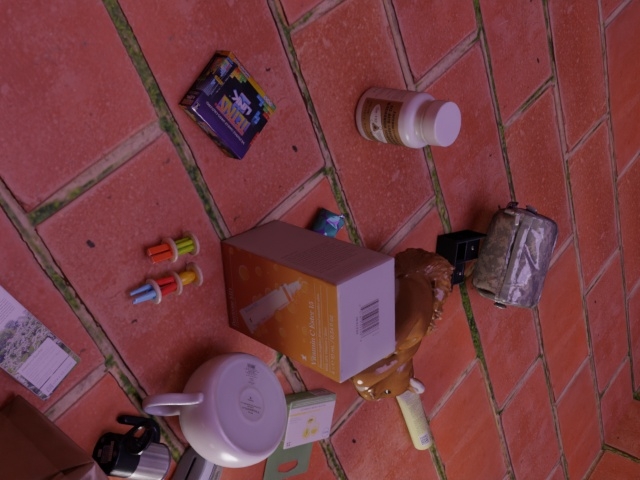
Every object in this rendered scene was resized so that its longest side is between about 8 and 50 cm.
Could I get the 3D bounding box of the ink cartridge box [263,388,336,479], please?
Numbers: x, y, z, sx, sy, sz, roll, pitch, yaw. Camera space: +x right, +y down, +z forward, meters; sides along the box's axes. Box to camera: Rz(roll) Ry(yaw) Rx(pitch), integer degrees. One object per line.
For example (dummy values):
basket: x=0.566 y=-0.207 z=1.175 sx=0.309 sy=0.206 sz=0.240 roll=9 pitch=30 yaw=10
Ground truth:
ink cartridge box: x=-0.052 y=0.498 z=1.873 sx=0.171 sy=0.056 sz=0.235 roll=2 pitch=99 yaw=-48

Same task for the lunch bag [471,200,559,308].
lunch bag: x=0.583 y=0.048 z=2.225 sx=0.256 sy=0.212 sz=0.305 roll=1 pitch=106 yaw=-76

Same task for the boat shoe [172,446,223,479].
boat shoe: x=-0.297 y=0.597 z=1.608 sx=0.094 sy=0.109 sz=0.302 roll=45 pitch=68 yaw=-47

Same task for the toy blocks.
toy blocks: x=-0.306 y=0.057 z=1.451 sx=0.148 sy=0.054 sz=0.123 roll=-23 pitch=120 yaw=-40

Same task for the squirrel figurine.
squirrel figurine: x=0.200 y=0.225 z=1.896 sx=0.397 sy=0.281 sz=0.371 roll=-41 pitch=136 yaw=-27

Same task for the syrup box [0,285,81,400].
syrup box: x=-0.517 y=0.155 z=1.228 sx=0.093 sy=0.096 sz=0.237 roll=-53 pitch=134 yaw=-23

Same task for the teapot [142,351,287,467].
teapot: x=-0.211 y=0.364 z=1.572 sx=0.256 sy=0.187 sz=0.252 roll=60 pitch=36 yaw=-10

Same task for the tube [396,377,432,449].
tube: x=0.282 y=0.521 z=2.238 sx=0.070 sy=0.062 sz=0.240 roll=-89 pitch=162 yaw=-60

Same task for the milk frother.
milk frother: x=-0.346 y=0.416 z=1.464 sx=0.134 sy=0.143 sz=0.129 roll=29 pitch=75 yaw=-45

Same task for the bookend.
bookend: x=0.410 y=0.058 z=2.198 sx=0.156 sy=0.072 sz=0.157 roll=-9 pitch=110 yaw=-45

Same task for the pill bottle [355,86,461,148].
pill bottle: x=0.206 y=-0.285 z=1.747 sx=0.131 sy=0.229 sz=0.131 roll=-18 pitch=115 yaw=-42

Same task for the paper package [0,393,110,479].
paper package: x=-0.436 y=0.465 z=1.262 sx=0.168 sy=0.309 sz=0.325 roll=-43 pitch=130 yaw=-29

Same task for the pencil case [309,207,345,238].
pencil case: x=0.000 y=0.000 z=1.748 sx=0.070 sy=0.064 sz=0.152 roll=34 pitch=77 yaw=-21

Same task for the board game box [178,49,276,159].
board game box: x=-0.180 y=-0.267 z=1.479 sx=0.170 sy=0.048 sz=0.141 roll=46 pitch=68 yaw=-44

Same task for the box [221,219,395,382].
box: x=-0.028 y=0.113 z=1.547 sx=0.168 sy=0.345 sz=0.215 roll=-22 pitch=118 yaw=-40
